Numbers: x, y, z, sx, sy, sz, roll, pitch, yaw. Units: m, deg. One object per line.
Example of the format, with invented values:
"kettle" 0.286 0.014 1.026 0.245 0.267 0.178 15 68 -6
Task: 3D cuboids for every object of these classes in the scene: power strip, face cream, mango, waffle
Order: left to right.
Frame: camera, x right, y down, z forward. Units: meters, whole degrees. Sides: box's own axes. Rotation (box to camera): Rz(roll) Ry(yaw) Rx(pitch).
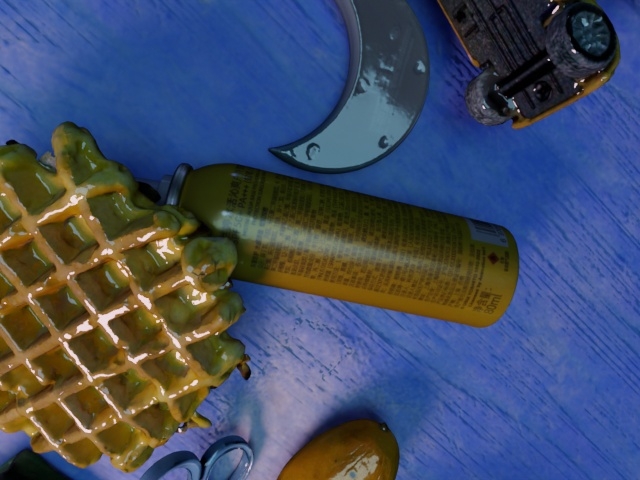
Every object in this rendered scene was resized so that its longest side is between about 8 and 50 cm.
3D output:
"waffle" -0.209 0.075 0.400 0.328 0.062 0.330 3 112 7
"face cream" 0.000 0.000 0.442 0.348 0.105 0.105 12 96 -9
"mango" 0.007 0.260 0.497 0.098 0.075 0.190 41 98 -2
"power strip" 0.038 -0.164 0.454 0.137 0.044 0.216 16 96 -9

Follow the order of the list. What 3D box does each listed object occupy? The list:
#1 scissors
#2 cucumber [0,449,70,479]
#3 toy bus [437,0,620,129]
"scissors" -0.148 0.319 0.491 0.125 0.030 0.256 2 111 -45
"cucumber" -0.309 0.282 0.468 0.116 0.062 0.115 -45 104 2
"toy bus" 0.132 -0.265 0.389 0.123 0.121 0.336 -31 91 -18
